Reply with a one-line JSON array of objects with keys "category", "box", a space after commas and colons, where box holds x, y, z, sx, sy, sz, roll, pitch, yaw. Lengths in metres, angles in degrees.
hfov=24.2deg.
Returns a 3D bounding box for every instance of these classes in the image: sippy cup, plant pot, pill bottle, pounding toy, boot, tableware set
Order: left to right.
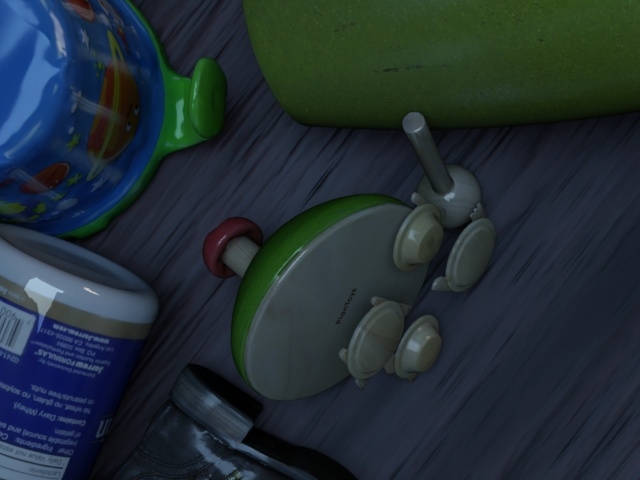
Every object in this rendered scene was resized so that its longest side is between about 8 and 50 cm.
[{"category": "sippy cup", "box": [-0.245, -0.118, 1.133, 0.305, 0.224, 0.240, -31, 84, 3]}, {"category": "pill bottle", "box": [-0.237, 0.133, 1.122, 0.153, 0.153, 0.264, 24, 96, 6]}, {"category": "boot", "box": [-0.086, 0.250, 1.177, 0.263, 0.091, 0.229, 39, 96, 10]}, {"category": "pounding toy", "box": [0.000, 0.000, 1.150, 0.237, 0.183, 0.110, -49, 58, 1]}, {"category": "tableware set", "box": [0.076, 0.041, 1.138, 0.020, 0.141, 0.168, 27, 90, 33]}, {"category": "plant pot", "box": [0.100, -0.192, 1.105, 0.294, 0.275, 0.274, -16, 85, 19]}]
